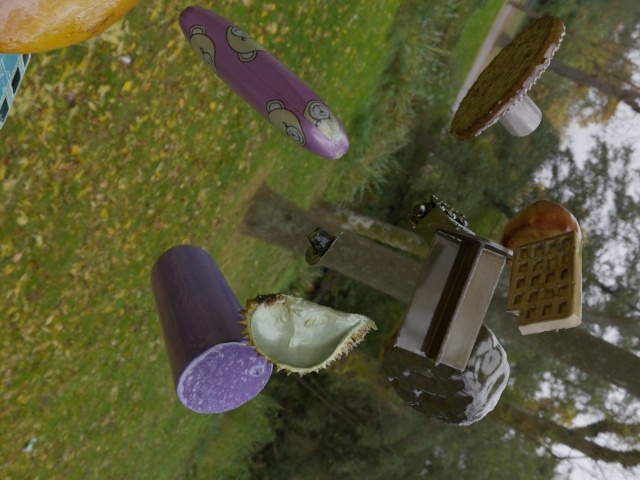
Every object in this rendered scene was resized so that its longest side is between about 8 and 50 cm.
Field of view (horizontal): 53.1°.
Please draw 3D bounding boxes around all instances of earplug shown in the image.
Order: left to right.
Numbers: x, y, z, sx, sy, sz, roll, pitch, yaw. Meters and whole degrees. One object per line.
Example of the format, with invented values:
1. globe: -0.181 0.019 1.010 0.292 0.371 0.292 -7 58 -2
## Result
1. earplug: -0.289 0.173 1.522 0.215 0.456 0.215 -15 130 -19

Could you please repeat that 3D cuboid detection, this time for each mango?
1. mango: -0.378 -0.397 0.944 0.350 0.201 0.199 -22 -155 -5

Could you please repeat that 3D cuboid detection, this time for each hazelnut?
1. hazelnut: 0.477 0.002 1.412 0.182 0.182 0.182 -58 172 -12

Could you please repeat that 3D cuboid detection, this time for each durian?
1. durian: -0.030 0.169 1.197 0.144 0.252 0.139 -64 174 -79

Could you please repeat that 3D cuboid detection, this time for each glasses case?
1. glasses case: -0.082 -0.226 0.914 0.076 0.316 0.123 -49 162 6

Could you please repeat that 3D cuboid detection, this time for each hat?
1. hat: 0.000 0.000 1.397 0.121 0.050 0.121 -39 -167 11

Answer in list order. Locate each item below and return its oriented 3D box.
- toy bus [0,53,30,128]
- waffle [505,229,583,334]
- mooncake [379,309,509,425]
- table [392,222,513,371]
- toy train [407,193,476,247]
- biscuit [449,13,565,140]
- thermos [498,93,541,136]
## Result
1. toy bus: -0.666 -0.329 1.253 0.165 0.133 0.271 102 -9 -55
2. waffle: 0.267 0.051 0.766 0.092 0.021 0.135 -18 -141 40
3. mooncake: 0.279 0.292 1.479 0.161 0.290 0.290 -42 164 -37
4. table: 0.228 0.104 1.126 0.167 0.167 0.227 38 73 -83
5. toy train: 0.288 -0.017 1.447 0.090 0.137 0.225 -45 143 17
6. biscuit: 0.233 -0.202 0.810 0.188 0.027 0.188 -52 -170 14
7. thermos: 0.513 -0.385 1.783 0.193 0.137 0.105 28 103 -43
